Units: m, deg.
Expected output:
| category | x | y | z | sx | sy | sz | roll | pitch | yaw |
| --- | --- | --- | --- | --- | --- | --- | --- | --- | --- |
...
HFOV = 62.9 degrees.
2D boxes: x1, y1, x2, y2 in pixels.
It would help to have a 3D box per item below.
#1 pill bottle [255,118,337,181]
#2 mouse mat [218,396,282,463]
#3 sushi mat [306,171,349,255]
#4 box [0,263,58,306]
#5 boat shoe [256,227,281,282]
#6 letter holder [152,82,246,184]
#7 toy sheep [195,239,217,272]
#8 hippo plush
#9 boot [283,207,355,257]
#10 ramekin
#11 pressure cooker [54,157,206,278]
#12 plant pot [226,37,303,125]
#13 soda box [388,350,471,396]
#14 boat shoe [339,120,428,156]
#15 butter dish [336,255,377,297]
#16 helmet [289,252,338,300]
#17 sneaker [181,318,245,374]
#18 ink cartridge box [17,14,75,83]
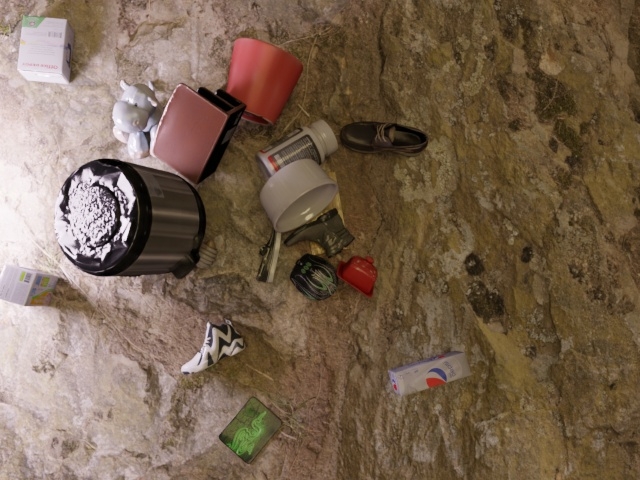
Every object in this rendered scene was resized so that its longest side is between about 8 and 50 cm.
| category | x | y | z | sx | sy | sz | roll | pitch | yaw |
| --- | --- | --- | --- | --- | --- | --- | --- | --- | --- |
| pill bottle | -0.086 | -0.325 | 1.960 | 0.283 | 0.161 | 0.161 | -32 | 88 | -12 |
| mouse mat | -0.249 | 0.676 | 1.868 | 0.152 | 0.007 | 0.190 | 42 | 79 | -2 |
| sushi mat | 0.012 | -0.106 | 2.017 | 0.151 | 0.019 | 0.317 | -9 | 83 | -9 |
| box | -0.965 | 0.151 | 1.726 | 0.103 | 0.203 | 0.114 | 17 | 81 | -6 |
| boat shoe | -0.191 | 0.046 | 1.932 | 0.070 | 0.078 | 0.220 | 11 | 82 | -9 |
| letter holder | -0.434 | -0.391 | 1.838 | 0.214 | 0.152 | 0.302 | 33 | 121 | -1 |
| toy sheep | -0.421 | 0.057 | 1.890 | 0.091 | 0.091 | 0.132 | 31 | 92 | -4 |
| hippo plush | -0.603 | -0.439 | 1.853 | 0.234 | 0.236 | 0.294 | 31 | 78 | -3 |
| boot | 0.000 | 0.000 | 1.952 | 0.246 | 0.083 | 0.161 | -30 | 93 | -11 |
| ramekin | -0.084 | -0.165 | 1.874 | 0.277 | 0.277 | 0.135 | -32 | 74 | -12 |
| pressure cooker | -0.585 | -0.060 | 1.722 | 0.375 | 0.420 | 0.370 | 5 | 91 | 22 |
| plant pot | -0.227 | -0.572 | 1.934 | 0.274 | 0.275 | 0.243 | 19 | 90 | -6 |
| soda box | 0.408 | 0.494 | 1.956 | 0.286 | 0.098 | 0.091 | -13 | 84 | -12 |
| boat shoe | 0.255 | -0.415 | 2.044 | 0.355 | 0.130 | 0.132 | 2 | 81 | -9 |
| butter dish | 0.154 | 0.110 | 1.927 | 0.159 | 0.160 | 0.118 | 35 | 110 | -3 |
| helmet | -0.015 | 0.139 | 1.912 | 0.161 | 0.169 | 0.169 | 34 | 77 | 17 |
| sneaker | -0.398 | 0.362 | 1.845 | 0.234 | 0.094 | 0.153 | -24 | 85 | -12 |
| ink cartridge box | -0.993 | -0.690 | 1.899 | 0.154 | 0.093 | 0.213 | 2 | 80 | -8 |
